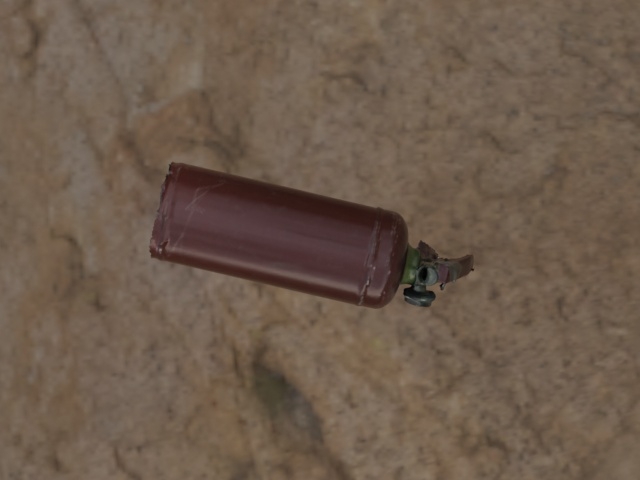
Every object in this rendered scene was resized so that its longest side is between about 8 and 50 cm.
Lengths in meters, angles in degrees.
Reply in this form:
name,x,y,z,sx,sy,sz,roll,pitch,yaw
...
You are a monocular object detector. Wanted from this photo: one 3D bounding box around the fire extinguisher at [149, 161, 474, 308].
name,x,y,z,sx,sy,sz,roll,pitch,yaw
fire extinguisher,0.000,0.000,1.508,0.336,0.147,0.107,14,106,-2
